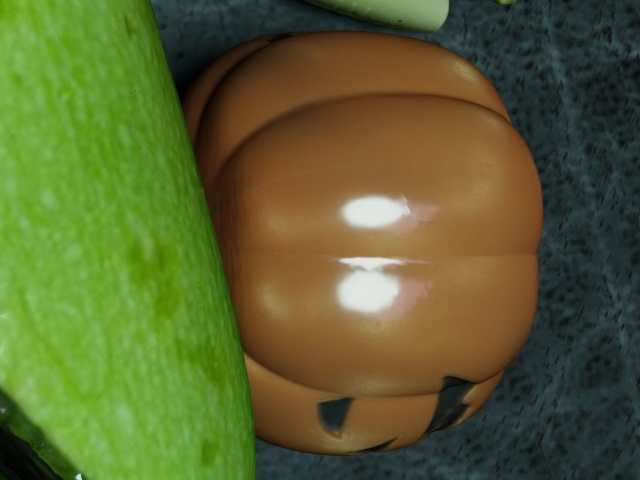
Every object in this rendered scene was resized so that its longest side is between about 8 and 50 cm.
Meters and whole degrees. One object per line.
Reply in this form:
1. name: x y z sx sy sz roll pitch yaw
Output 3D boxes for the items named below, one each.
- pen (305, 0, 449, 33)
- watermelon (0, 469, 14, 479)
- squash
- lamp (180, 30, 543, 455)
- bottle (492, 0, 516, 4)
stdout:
1. pen: -0.043 -0.136 0.901 0.233 0.040 0.032 16 88 -26
2. watermelon: -0.222 0.202 0.669 0.363 0.363 0.363 -5 99 -29
3. squash: -0.143 0.024 0.748 0.210 0.233 0.309 -16 105 -26
4. lamp: 0.000 0.000 0.858 0.163 0.187 0.188 0 97 -27
5. bottle: 0.047 -0.174 0.907 0.209 0.097 0.110 10 83 -31
